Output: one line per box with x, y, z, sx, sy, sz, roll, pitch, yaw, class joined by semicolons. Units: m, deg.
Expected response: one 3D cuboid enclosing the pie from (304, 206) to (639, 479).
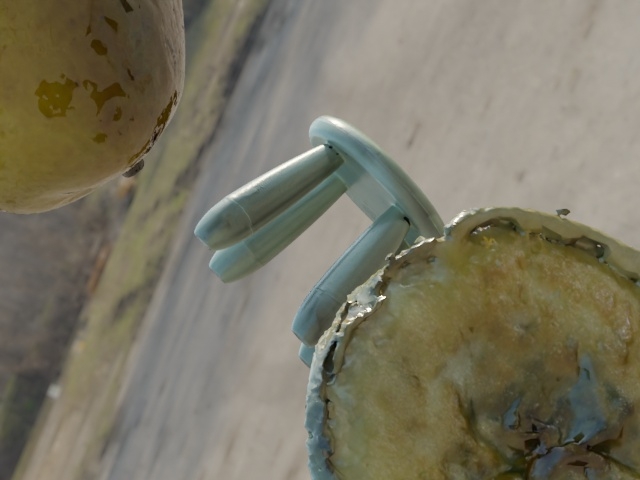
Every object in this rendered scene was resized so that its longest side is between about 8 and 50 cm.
0.115;0.114;0.861;0.055;0.274;0.274;-35;33;66;pie

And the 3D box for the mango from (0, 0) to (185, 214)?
-0.254;-0.244;1.312;0.221;0.301;0.445;-17;86;39;mango

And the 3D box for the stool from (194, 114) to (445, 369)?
0.000;0.000;1.682;0.199;0.195;0.195;-42;-12;-7;stool
